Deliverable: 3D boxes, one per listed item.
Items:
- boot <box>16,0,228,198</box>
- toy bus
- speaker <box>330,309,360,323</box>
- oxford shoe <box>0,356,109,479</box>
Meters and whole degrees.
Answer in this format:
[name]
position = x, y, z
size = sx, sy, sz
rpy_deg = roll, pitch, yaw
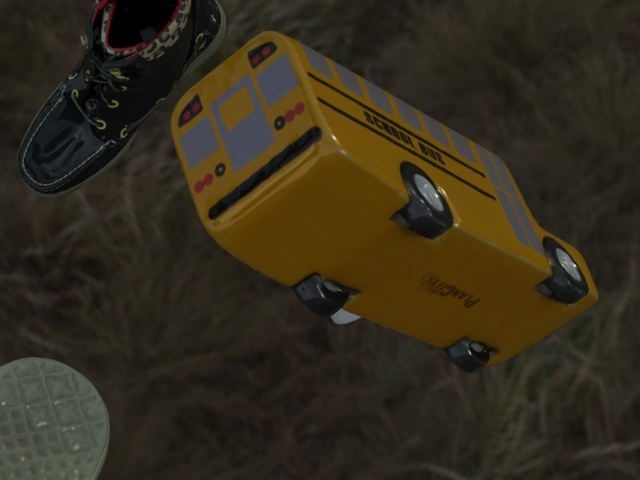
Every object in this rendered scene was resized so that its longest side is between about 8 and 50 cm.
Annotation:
[boot]
position = -0.183, -0.138, 1.429
size = 0.236, 0.178, 0.085
rpy_deg = -44, 84, 1
[toy bus]
position = 0.054, -0.014, 1.139
size = 0.108, 0.332, 0.130
rpy_deg = -37, 55, 23
[speaker]
position = 0.000, 0.000, 1.368
size = 0.055, 0.136, 0.055
rpy_deg = -29, 17, 10
[oxford shoe]
position = -0.304, 0.280, 1.262
size = 0.449, 0.169, 0.130
rpy_deg = -59, 7, -37
